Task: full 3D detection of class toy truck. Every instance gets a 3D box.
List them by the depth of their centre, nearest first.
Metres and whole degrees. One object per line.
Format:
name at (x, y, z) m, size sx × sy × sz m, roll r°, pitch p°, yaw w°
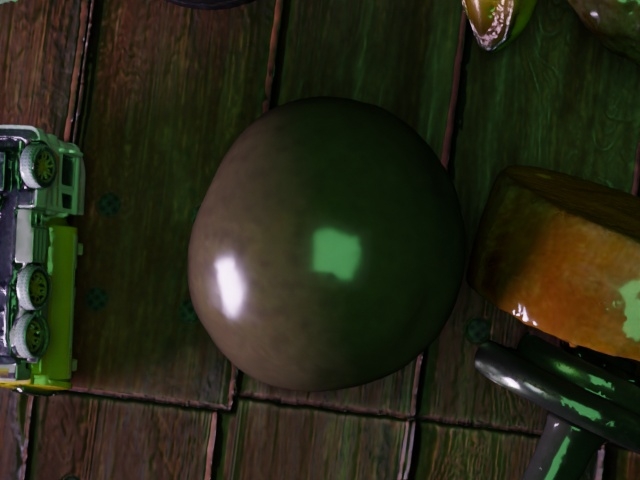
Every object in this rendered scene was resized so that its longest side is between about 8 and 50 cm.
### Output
toy truck at (-0.256, 0.019, 1.659) m, size 0.098 × 0.114 × 0.226 m, roll 0°, pitch 86°, yaw 26°

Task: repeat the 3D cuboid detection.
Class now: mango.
mango at (0.150, -0.253, 1.654) m, size 0.101 × 0.066 × 0.187 m, roll -5°, pitch 91°, yaw 42°

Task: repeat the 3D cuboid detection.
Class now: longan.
longan at (0.000, 0.000, 1.589) m, size 0.248 × 0.248 × 0.248 m, roll 0°, pitch 87°, yaw 5°

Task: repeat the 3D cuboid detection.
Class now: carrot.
carrot at (0.272, 0.031, 1.549) m, size 0.307 × 0.258 × 0.100 m, roll 20°, pitch 106°, yaw 16°

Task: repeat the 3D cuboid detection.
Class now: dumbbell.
dumbbell at (0.182, 0.195, 1.576) m, size 0.192 × 0.192 × 0.290 m, roll 26°, pitch 90°, yaw 5°

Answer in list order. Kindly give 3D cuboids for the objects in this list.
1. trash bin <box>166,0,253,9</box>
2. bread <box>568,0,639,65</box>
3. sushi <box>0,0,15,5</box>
trash bin at (-0.110, -0.311, 1.569) m, size 0.203 × 0.301 × 0.252 m, roll -45°, pitch 85°, yaw 1°
bread at (0.309, -0.243, 1.623) m, size 0.230 × 0.123 × 0.230 m, roll -1°, pitch 84°, yaw 6°
sushi at (-0.412, -0.326, 1.720) m, size 0.264 × 0.050 × 0.290 m, roll -14°, pitch 85°, yaw 4°
